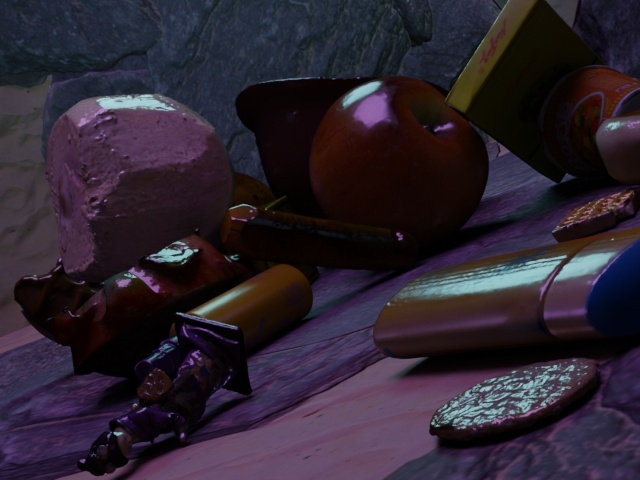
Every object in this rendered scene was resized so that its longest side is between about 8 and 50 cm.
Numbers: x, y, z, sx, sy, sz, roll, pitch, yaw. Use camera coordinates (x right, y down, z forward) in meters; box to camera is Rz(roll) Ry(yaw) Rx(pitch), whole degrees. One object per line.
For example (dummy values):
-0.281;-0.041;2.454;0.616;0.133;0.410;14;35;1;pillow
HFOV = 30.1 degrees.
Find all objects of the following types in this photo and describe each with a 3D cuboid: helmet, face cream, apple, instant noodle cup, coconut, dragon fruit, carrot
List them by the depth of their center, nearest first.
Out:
0.171;0.042;0.928;0.139;0.067;0.285;-28;8;-33;face cream
-0.117;0.106;1.422;0.078;0.078;0.273;-18;6;40;face cream
-0.216;0.089;1.536;0.268;0.130;0.295;-39;-2;12;dragon fruit
0.000;0.000;1.558;0.260;0.070;0.070;7;-3;-17;carrot
0.402;-0.153;1.600;0.168;0.168;0.185;-23;12;-8;instant noodle cup
0.113;-0.110;1.683;0.253;0.253;0.253;-22;5;2;apple
-0.261;-0.076;1.775;0.254;0.297;0.297;-3;-4;-27;coconut
0.050;-0.110;1.948;0.385;0.230;0.337;7;-16;-31;helmet

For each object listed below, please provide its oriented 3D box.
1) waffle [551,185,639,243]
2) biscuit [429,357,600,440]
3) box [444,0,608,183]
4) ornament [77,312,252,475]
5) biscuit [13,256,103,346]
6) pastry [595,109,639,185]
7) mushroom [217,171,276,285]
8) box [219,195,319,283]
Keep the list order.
0.316;-0.031;1.342;0.092;0.021;0.135;-20;5;24;waffle
0.126;0.103;0.777;0.120;0.015;0.120;-22;4;2;biscuit
0.314;-0.211;1.698;0.187;0.047;0.335;-57;-35;6;box
-0.141;0.157;1.100;0.081;0.088;0.203;6;30;23;ornament
-0.312;0.022;1.949;0.366;0.268;0.115;-64;1;-14;biscuit
0.403;-0.116;1.398;0.156;0.092;0.156;-16;0;0;pastry
-0.159;-0.021;2.152;0.263;0.195;0.283;31;16;34;mushroom
-0.072;0.020;1.792;0.064;0.141;0.220;-22;6;16;box
